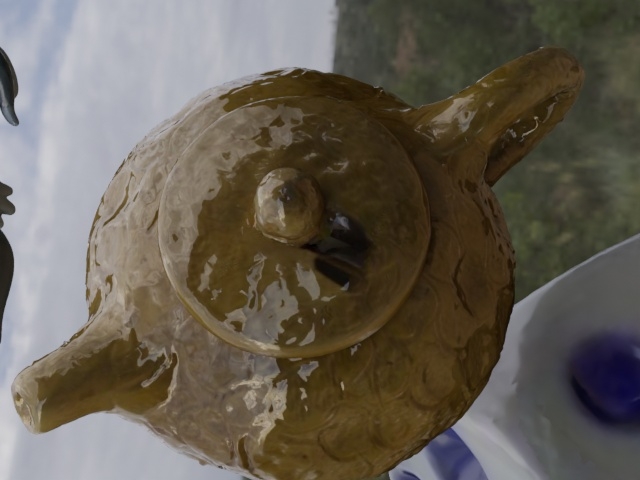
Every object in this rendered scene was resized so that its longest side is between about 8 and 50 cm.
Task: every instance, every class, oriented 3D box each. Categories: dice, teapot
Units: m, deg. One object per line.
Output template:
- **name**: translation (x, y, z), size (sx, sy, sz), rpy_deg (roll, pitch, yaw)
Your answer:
- **dice**: translation (0.211, 0.154, 0.808), size (0.259, 0.251, 0.243), rpy_deg (54, 154, 25)
- **teapot**: translation (0.000, 0.000, 0.632), size (0.203, 0.311, 0.167), rpy_deg (55, 170, 16)

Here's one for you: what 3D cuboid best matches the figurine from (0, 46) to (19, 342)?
- **figurine**: translation (-0.271, -0.063, 0.958), size (0.140, 0.193, 0.265), rpy_deg (31, 91, 49)
